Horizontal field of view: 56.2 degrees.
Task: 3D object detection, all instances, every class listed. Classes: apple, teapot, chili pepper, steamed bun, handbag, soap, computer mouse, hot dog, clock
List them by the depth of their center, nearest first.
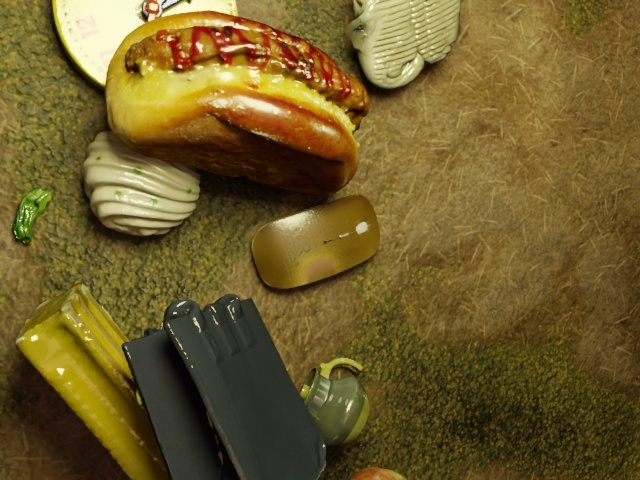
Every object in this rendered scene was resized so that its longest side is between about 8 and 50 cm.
[{"bbox_3d":[-0.130,0.239,0.865,0.122,0.303,0.329,-26,85,12],"label":"handbag"},{"bbox_3d":[-0.086,-0.196,0.870,0.405,0.223,0.185,11,72,-34],"label":"hot dog"},{"bbox_3d":[-0.298,0.217,0.877,0.091,0.199,0.315,-35,107,-9],"label":"soap"},{"bbox_3d":[-0.433,-0.040,0.895,0.034,0.030,0.091,28,85,-46],"label":"chili pepper"},{"bbox_3d":[-0.272,-0.090,0.915,0.183,0.106,0.183,-1,92,-21],"label":"steamed bun"},{"bbox_3d":[-0.257,-0.351,0.921,0.293,0.071,0.277,-31,104,-17],"label":"clock"},{"bbox_3d":[0.131,-0.393,1.041,0.211,0.144,0.218,-28,133,-10],"label":"steamed bun"},{"bbox_3d":[0.022,0.277,1.057,0.119,0.130,0.165,30,49,-6],"label":"teapot"},{"bbox_3d":[0.000,0.000,1.057,0.245,0.056,0.126,-18,100,-21],"label":"computer mouse"},{"bbox_3d":[0.104,0.485,1.089,0.146,0.131,0.146,-5,99,-35],"label":"apple"}]
